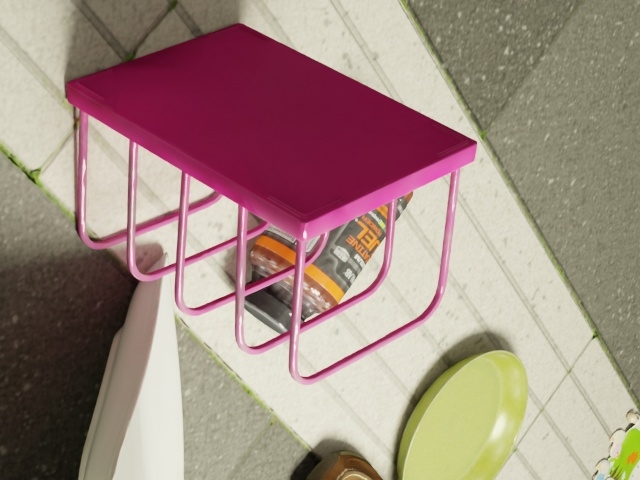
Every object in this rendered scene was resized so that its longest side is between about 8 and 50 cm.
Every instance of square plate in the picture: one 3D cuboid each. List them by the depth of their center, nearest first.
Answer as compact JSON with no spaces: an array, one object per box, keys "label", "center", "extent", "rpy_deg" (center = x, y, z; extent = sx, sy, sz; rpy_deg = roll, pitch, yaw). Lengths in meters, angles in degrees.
[{"label":"square plate","center":[-0.170,0.242,1.482],"extent":[0.347,0.049,0.344],"rpy_deg":[-85,175,-57]}]

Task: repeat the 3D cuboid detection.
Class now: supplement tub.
[{"label":"supplement tub","center":[0.000,0.000,1.623],"extent":[0.198,0.106,0.106],"rpy_deg":[-55,143,-9]}]

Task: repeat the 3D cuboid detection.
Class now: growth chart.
[{"label":"growth chart","center":[0.452,0.376,2.466],"extent":[0.172,0.021,0.237],"rpy_deg":[20,96,-52]}]

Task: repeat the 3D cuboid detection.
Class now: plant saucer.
[{"label":"plant saucer","center":[0.172,0.241,2.034],"extent":[0.241,0.037,0.241],"rpy_deg":[-28,131,-37]}]

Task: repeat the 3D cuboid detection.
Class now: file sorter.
[{"label":"file sorter","center":[-0.049,-0.032,1.395],"extent":[0.202,0.291,0.182],"rpy_deg":[-25,133,-39]}]

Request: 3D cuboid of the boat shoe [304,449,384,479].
[{"label":"boat shoe","center":[0.075,0.362,1.927],"extent":[0.122,0.120,0.324],"rpy_deg":[-50,142,-16]}]
